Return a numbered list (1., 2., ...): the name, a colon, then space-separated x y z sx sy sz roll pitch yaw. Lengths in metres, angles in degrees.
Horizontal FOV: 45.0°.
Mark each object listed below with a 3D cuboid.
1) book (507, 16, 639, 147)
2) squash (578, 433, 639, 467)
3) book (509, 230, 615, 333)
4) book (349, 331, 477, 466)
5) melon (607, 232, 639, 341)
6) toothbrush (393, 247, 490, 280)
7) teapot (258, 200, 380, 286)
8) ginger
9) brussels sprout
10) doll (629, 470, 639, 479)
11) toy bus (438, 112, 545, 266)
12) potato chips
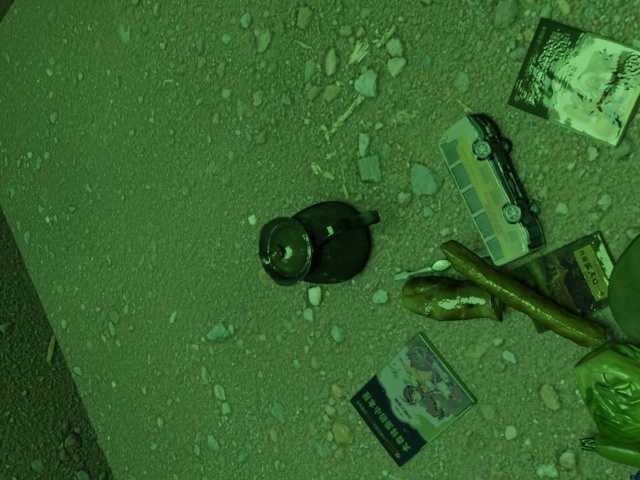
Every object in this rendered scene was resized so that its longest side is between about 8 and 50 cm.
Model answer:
1. book: 0.551 -0.339 1.645 0.264 0.027 0.202 31 116 30
2. squash: 0.681 0.448 1.638 0.252 0.066 0.066 1 97 39
3. book: 0.550 0.096 1.716 0.228 0.024 0.160 -30 76 38
4. book: 0.233 0.420 2.017 0.228 0.018 0.322 52 123 21
5. melon: 0.694 0.075 1.455 0.308 0.272 0.271 -20 84 32
6. toothbrush: 0.307 0.059 1.897 0.304 0.030 0.030 -19 85 38
7. teapot: -0.004 0.023 1.972 0.305 0.285 0.223 10 103 38
8. ginger: 0.311 0.142 1.851 0.263 0.116 0.109 3 83 34
9. brussels sprout: 0.635 0.319 1.604 0.223 0.161 0.223 37 137 45
10. doll: 0.718 0.510 1.607 0.143 0.057 0.099 13 149 12
11. toy bus: 0.394 -0.118 1.763 0.138 0.097 0.342 -33 77 44
12. potato chips: 0.443 0.121 1.720 0.407 0.057 0.080 33 151 20
